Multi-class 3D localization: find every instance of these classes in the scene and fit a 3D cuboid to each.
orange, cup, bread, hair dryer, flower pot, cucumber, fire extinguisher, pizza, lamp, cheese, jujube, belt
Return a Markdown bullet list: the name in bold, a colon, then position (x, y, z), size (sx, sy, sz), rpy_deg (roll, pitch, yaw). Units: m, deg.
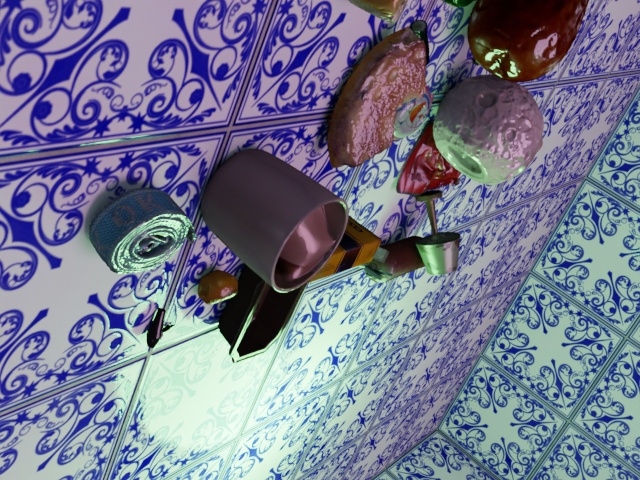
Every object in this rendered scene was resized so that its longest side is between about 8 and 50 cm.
- **orange**: position (-0.196, 0.087, 1.653), size (0.086, 0.062, 0.086), rpy_deg (-17, 178, -1)
- **cup**: position (-0.073, -0.041, 1.529), size (0.192, 0.200, 0.253), rpy_deg (-57, 155, 10)
- **bread**: position (0.103, -0.437, 1.426), size (0.082, 0.106, 0.125), rpy_deg (-1, 122, -62)
- **hair dryer**: position (-0.296, 0.159, 1.628), size (0.079, 0.031, 0.083), rpy_deg (-70, 166, 15)
- **flower pot**: position (-0.128, 0.127, 1.809), size (0.178, 0.084, 0.251), rpy_deg (-10, 131, -57)
- **cucumber**: position (0.207, -0.399, 1.760), size (0.032, 0.032, 0.133), rpy_deg (-48, 157, -10)
- **fire extinguisher**: position (0.193, 0.054, 2.267), size (0.269, 0.104, 0.105), rpy_deg (-15, 137, -53)
- **pizza**: position (0.103, -0.273, 1.673), size (0.161, 0.085, 0.306), rpy_deg (23, 100, -41)
- **lamp**: position (0.305, -0.022, 2.262), size (0.121, 0.121, 0.215), rpy_deg (-23, 107, -48)
- **cheese**: position (0.148, -0.263, 1.802), size (0.244, 0.062, 0.155), rpy_deg (-17, 138, -36)
- **jujube**: position (0.458, -0.490, 1.857), size (0.318, 0.223, 0.223), rpy_deg (-53, 158, -19)
- **belt**: position (-0.279, -0.017, 1.334), size (0.147, 0.082, 0.163), rpy_deg (-35, 160, -12)

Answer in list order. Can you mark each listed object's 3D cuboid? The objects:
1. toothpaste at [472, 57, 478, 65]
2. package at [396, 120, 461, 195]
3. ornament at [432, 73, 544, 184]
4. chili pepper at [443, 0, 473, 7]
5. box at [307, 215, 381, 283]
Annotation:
- **toothpaste**: position (0.376, -0.449, 2.016), size (0.020, 0.017, 0.083), rpy_deg (-39, 152, -30)
- **package**: position (0.303, -0.198, 2.170), size (0.269, 0.071, 0.194), rpy_deg (-1, 110, -57)
- **ornament**: position (0.397, -0.265, 2.011), size (0.225, 0.259, 0.259), rpy_deg (-52, 156, -7)
- **chili pepper**: position (0.269, -0.508, 1.689), size (0.224, 0.061, 0.098), rpy_deg (-16, 144, -57)
- **box**: position (0.000, 0.000, 1.782), size (0.237, 0.152, 0.070), rpy_deg (-17, 138, -52)
